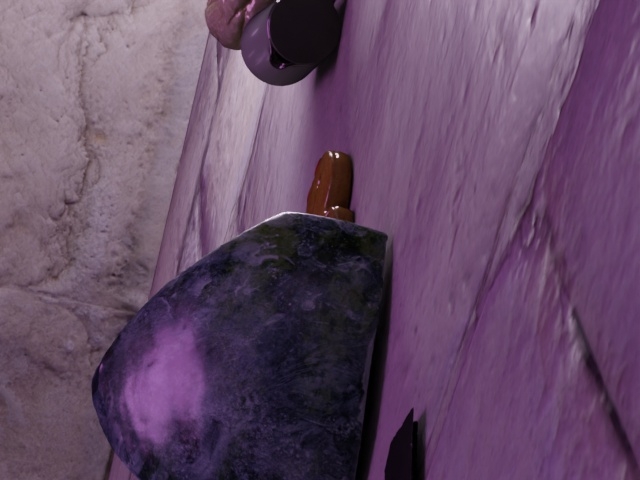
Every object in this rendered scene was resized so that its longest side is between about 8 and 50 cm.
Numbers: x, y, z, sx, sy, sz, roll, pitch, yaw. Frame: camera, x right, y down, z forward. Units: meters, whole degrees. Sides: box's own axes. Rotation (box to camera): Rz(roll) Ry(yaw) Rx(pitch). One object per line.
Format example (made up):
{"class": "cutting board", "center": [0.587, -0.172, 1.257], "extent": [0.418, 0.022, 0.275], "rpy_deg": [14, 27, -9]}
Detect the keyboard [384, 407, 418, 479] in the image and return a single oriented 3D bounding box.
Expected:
{"class": "keyboard", "center": [0.059, 0.221, 1.254], "extent": [0.074, 0.015, 0.197], "rpy_deg": [119, 159, -52]}

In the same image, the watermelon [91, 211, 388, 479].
{"class": "watermelon", "center": [-0.064, 0.142, 1.546], "extent": [0.213, 0.289, 0.320], "rpy_deg": [17, -112, -70]}

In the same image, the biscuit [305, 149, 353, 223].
{"class": "biscuit", "center": [0.000, 0.000, 1.769], "extent": [0.166, 0.036, 0.226], "rpy_deg": [113, 164, -57]}

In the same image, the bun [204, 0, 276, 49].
{"class": "bun", "center": [-0.063, -0.345, 2.203], "extent": [0.220, 0.134, 0.221], "rpy_deg": [-165, 90, -77]}

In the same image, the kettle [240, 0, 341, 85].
{"class": "kettle", "center": [-0.023, -0.247, 2.049], "extent": [0.148, 0.126, 0.098], "rpy_deg": [164, 84, -77]}
